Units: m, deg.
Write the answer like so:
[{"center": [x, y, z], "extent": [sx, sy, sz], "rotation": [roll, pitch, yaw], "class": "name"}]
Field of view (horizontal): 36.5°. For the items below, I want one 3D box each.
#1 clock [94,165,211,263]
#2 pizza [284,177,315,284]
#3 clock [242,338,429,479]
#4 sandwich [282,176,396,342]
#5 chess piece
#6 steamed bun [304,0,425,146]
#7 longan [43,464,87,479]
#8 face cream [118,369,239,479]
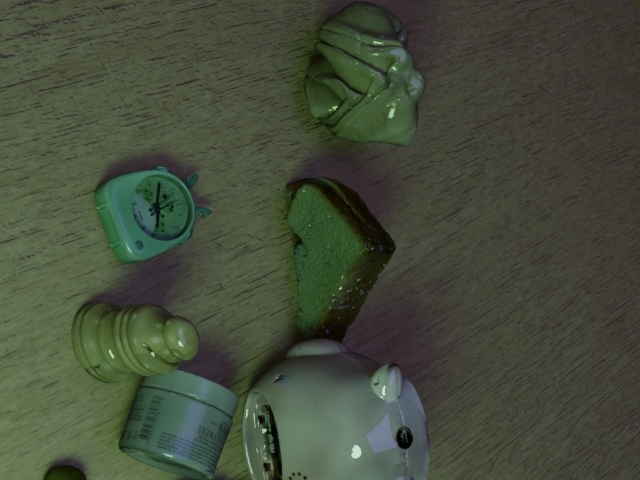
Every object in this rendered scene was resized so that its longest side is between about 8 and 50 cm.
[{"center": [-0.302, -0.055, 1.805], "extent": [0.211, 0.066, 0.159], "rotation": [-20, 93, -38], "class": "clock"}, {"center": [0.000, 0.000, 2.038], "extent": [0.181, 0.034, 0.262], "rotation": [8, 77, -35], "class": "pizza"}, {"center": [0.023, 0.362, 1.774], "extent": [0.250, 0.376, 0.368], "rotation": [-3, 83, -32], "class": "clock"}, {"center": [0.010, 0.037, 1.948], "extent": [0.099, 0.288, 0.254], "rotation": [-3, 40, -43], "class": "sandwich"}, {"center": [-0.297, 0.161, 1.612], "extent": [0.124, 0.307, 0.139], "rotation": [15, 73, -34], "class": "chess piece"}, {"center": [0.077, -0.350, 2.038], "extent": [0.203, 0.276, 0.289], "rotation": [-5, 109, -26], "class": "steamed bun"}, {"center": [-0.431, 0.415, 1.621], "extent": [0.083, 0.075, 0.075], "rotation": [-26, 99, 4], "class": "longan"}, {"center": [-0.247, 0.321, 1.700], "extent": [0.177, 0.177, 0.153], "rotation": [29, 66, -29], "class": "face cream"}]
